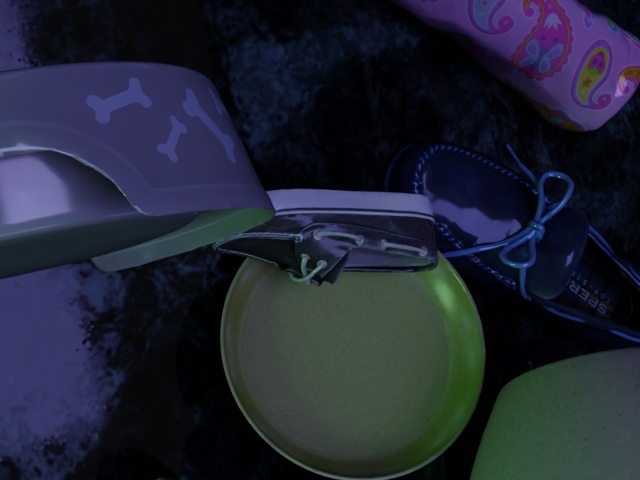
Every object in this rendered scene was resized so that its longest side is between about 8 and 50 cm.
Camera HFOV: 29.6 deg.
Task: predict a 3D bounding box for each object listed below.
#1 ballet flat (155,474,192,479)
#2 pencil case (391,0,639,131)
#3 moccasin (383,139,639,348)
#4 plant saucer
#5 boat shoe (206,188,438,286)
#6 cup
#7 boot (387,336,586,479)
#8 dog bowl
[{"bbox_3d":[-0.052,0.378,1.047,0.139,0.139,0.400,-45,114,-20],"label":"ballet flat"},{"bbox_3d":[0.173,-0.215,1.127,0.284,0.124,0.124,31,78,-27],"label":"pencil case"},{"bbox_3d":[0.218,-0.001,1.168,0.342,0.116,0.138,27,81,-28],"label":"moccasin"},{"bbox_3d":[0.027,0.094,1.068,0.240,0.037,0.241,5,71,-15],"label":"plant saucer"},{"bbox_3d":[0.000,0.000,1.031,0.219,0.078,0.070,-2,71,-18],"label":"boat shoe"},{"bbox_3d":[0.255,0.226,1.013,0.331,0.331,0.237,5,65,-30],"label":"cup"},{"bbox_3d":[0.169,0.214,1.168,0.207,0.094,0.247,5,85,-26],"label":"boot"},{"bbox_3d":[-0.209,-0.026,0.805,0.348,0.348,0.102,-11,85,-29],"label":"dog bowl"}]
